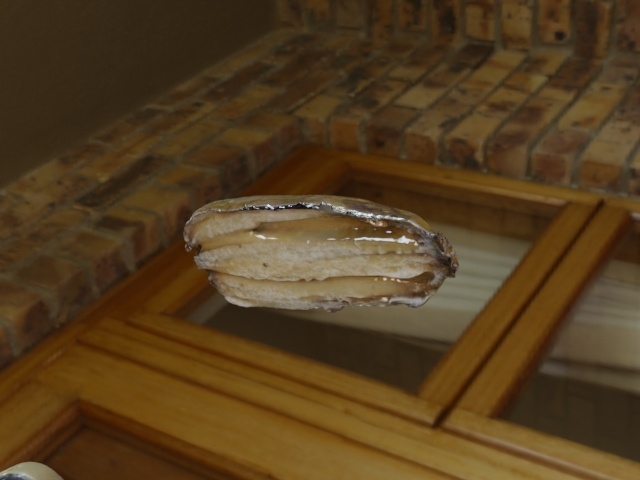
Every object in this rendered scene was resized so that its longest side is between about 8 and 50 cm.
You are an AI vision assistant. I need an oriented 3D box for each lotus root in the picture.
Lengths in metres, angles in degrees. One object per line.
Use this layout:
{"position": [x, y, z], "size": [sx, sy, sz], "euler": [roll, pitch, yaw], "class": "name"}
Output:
{"position": [0.001, 0.000, 1.051], "size": [0.078, 0.329, 0.167], "euler": [-62, -39, -39], "class": "lotus root"}

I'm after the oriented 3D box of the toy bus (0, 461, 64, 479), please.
{"position": [-0.118, 0.260, 0.421], "size": [0.289, 0.139, 0.157], "euler": [58, -162, -1], "class": "toy bus"}
